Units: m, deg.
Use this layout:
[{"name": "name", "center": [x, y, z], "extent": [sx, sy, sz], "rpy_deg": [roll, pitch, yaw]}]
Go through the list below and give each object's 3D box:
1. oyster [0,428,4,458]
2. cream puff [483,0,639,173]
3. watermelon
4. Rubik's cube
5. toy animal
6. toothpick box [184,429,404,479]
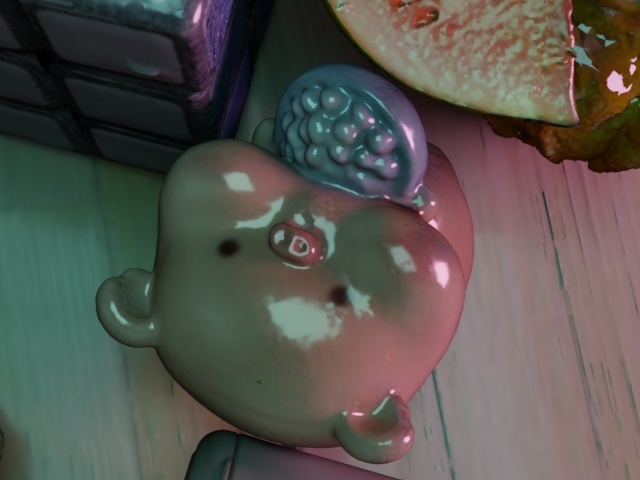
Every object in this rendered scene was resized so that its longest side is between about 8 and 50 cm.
[{"name": "oyster", "center": [-0.337, 0.098, 0.832], "extent": [0.361, 0.096, 0.221], "rpy_deg": [23, 72, 1]}, {"name": "cream puff", "center": [0.202, -0.156, 0.874], "extent": [0.244, 0.196, 0.244], "rpy_deg": [1, 77, -6]}, {"name": "watermelon", "center": [0.056, -0.205, 0.785], "extent": [0.159, 0.128, 0.304], "rpy_deg": [-11, 91, -5]}, {"name": "Rubik's cube", "center": [-0.175, -0.241, 0.802], "extent": [0.303, 0.305, 0.301], "rpy_deg": [14, 76, 3]}, {"name": "toy animal", "center": [-0.003, 0.017, 0.810], "extent": [0.210, 0.221, 0.230], "rpy_deg": [19, 83, 12]}, {"name": "toothpick box", "center": [0.050, 0.248, 0.779], "extent": [0.316, 0.229, 0.229], "rpy_deg": [15, 77, -3]}]
